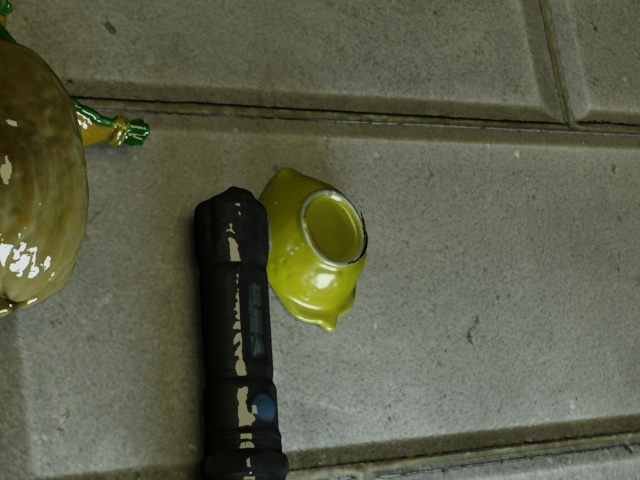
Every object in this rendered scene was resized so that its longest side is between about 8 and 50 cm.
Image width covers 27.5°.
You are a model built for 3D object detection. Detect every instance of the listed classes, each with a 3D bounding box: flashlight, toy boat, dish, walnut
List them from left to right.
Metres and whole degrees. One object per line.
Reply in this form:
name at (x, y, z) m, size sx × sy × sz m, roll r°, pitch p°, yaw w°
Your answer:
walnut at (-0.338, -0.063, 1.269) m, size 0.227 × 0.283 × 0.283 m, roll -18°, pitch 83°, yaw -6°
toy boat at (-0.292, -0.165, 1.419) m, size 0.229 × 0.089 × 0.088 m, roll 44°, pitch 77°, yaw -21°
flashlight at (-0.087, 0.149, 1.439) m, size 0.103 × 0.103 × 0.424 m, roll 7°, pitch 69°, yaw -30°
dish at (0.000, 0.000, 1.552) m, size 0.148 × 0.080 × 0.208 m, roll -13°, pitch 79°, yaw -34°
